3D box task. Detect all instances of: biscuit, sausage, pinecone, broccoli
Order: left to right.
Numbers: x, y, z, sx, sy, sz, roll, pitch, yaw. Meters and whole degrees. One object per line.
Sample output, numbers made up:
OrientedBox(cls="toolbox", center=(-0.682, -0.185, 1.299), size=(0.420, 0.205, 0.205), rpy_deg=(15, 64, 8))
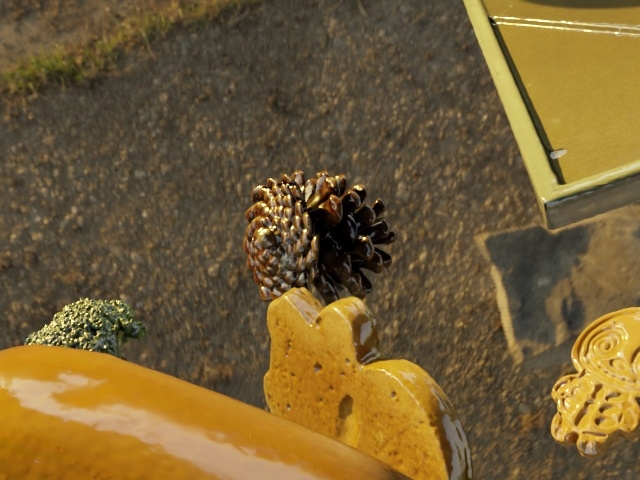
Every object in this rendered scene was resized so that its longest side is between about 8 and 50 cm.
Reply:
OrientedBox(cls="broccoli", center=(-0.495, 0.248, 1.875), size=(0.288, 0.260, 0.235), rpy_deg=(-33, 83, -12))
OrientedBox(cls="sausage", center=(-0.014, 0.147, 0.432), size=(0.353, 0.134, 0.116), rpy_deg=(17, 98, 6))
OrientedBox(cls="pinecone", center=(0.007, 0.004, 1.519), size=(0.264, 0.264, 0.264), rpy_deg=(1, 65, -1))
OrientedBox(cls="biscuit", center=(0.033, 0.125, 0.638), size=(0.036, 0.166, 0.225), rpy_deg=(-12, 27, -34))
OrientedBox(cls="biscuit", center=(0.506, 0.240, 1.563), size=(0.289, 0.044, 0.202), rpy_deg=(-48, 41, -10))

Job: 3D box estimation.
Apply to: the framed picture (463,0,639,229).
OrientedBox(cls="framed picture", center=(0.215, -0.135, 0.535), size=(0.240, 0.020, 0.324), rpy_deg=(-20, 30, 12))
